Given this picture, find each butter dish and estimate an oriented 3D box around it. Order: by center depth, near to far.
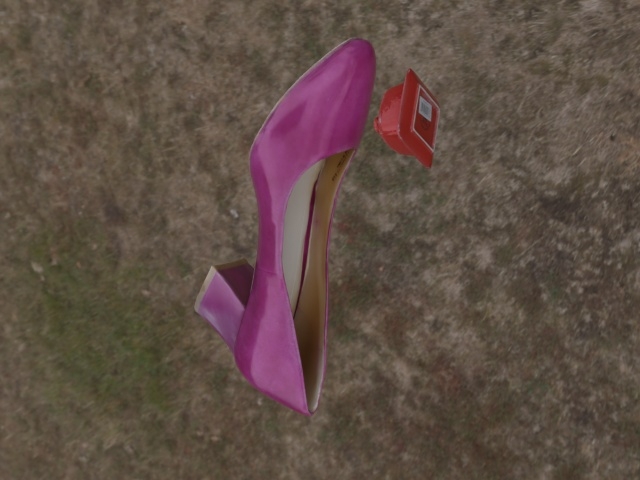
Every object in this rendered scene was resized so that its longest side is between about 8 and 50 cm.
[{"bbox_3d":[0.163,-0.241,1.517,0.118,0.160,0.159,-1,69,34],"label":"butter dish"}]

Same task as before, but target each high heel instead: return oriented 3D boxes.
[{"bbox_3d":[0.000,0.000,0.479,0.117,0.082,0.244,42,117,22],"label":"high heel"}]
